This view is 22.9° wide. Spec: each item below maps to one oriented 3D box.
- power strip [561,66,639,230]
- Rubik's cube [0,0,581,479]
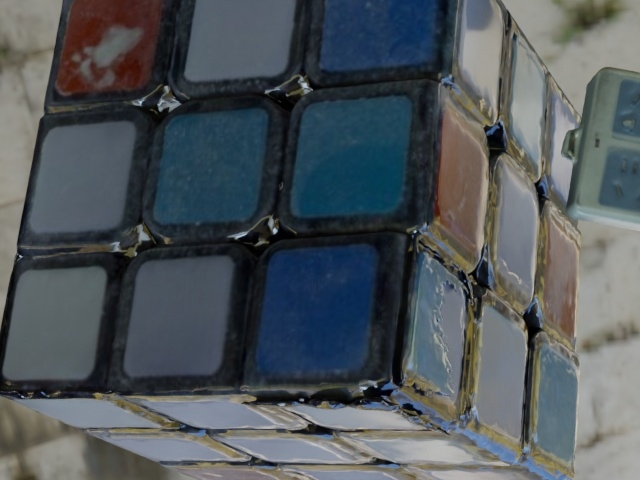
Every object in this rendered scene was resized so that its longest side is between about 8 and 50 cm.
[{"bbox_3d":[0.351,-0.037,1.093,0.367,0.106,0.043,10,174,1],"label":"power strip"},{"bbox_3d":[0.000,0.000,1.257,0.362,0.363,0.359,-6,-110,28],"label":"Rubik's cube"}]
